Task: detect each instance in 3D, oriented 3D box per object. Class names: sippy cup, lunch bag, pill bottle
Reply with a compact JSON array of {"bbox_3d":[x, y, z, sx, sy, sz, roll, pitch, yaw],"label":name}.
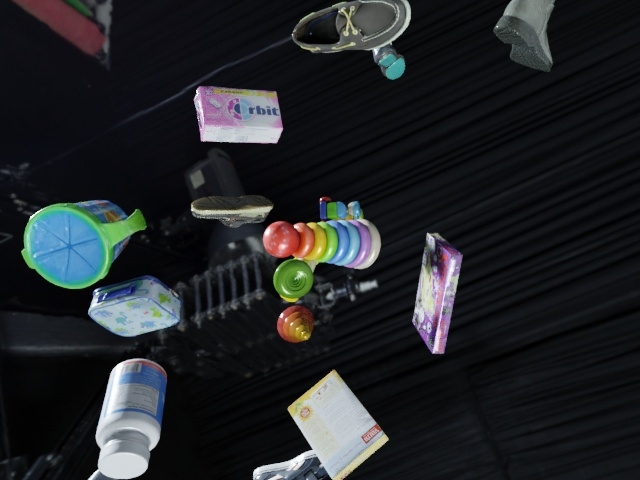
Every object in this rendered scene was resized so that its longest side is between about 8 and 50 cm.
[{"bbox_3d":[-0.659,-0.012,1.396,0.224,0.306,0.239,-76,4,-72],"label":"sippy cup"},{"bbox_3d":[-0.512,0.182,1.370,0.176,0.219,0.090,54,-155,-47],"label":"lunch bag"},{"bbox_3d":[-0.395,0.370,1.032,0.124,0.124,0.221,59,-169,-36],"label":"pill bottle"}]

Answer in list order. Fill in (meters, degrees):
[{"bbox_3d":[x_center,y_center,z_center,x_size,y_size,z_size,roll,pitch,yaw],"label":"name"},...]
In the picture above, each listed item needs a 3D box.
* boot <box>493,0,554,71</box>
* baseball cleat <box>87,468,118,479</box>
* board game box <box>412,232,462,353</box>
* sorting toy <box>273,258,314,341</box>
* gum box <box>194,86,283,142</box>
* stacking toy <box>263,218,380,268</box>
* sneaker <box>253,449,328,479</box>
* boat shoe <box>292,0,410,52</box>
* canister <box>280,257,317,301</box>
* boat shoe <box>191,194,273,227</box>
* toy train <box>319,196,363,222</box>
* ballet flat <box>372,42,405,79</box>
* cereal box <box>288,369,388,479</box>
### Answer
[{"bbox_3d":[0.438,-0.443,0.970,0.083,0.161,0.247,32,-167,33],"label":"boot"},{"bbox_3d":[-0.475,0.542,0.979,0.109,0.072,0.205,101,-171,-50],"label":"baseball cleat"},{"bbox_3d":[0.380,0.170,1.628,0.208,0.056,0.346,-123,36,-67],"label":"board game box"},{"bbox_3d":[-0.065,0.152,1.485,0.126,0.127,0.365,-153,59,-70],"label":"sorting toy"},{"bbox_3d":[-0.190,-0.286,1.129,0.062,0.189,0.107,128,136,-59],"label":"gum box"},{"bbox_3d":[0.000,0.000,1.280,0.331,0.141,0.141,5,-123,-41],"label":"stacking toy"},{"bbox_3d":[-0.074,0.817,1.680,0.127,0.321,0.126,-101,-14,-53],"label":"sneaker"},{"bbox_3d":[0.047,-0.370,0.858,0.069,0.228,0.081,-17,-74,-43],"label":"boat shoe"},{"bbox_3d":[-0.074,0.123,1.751,0.073,0.126,0.169,34,-138,-12],"label":"canister"},{"bbox_3d":[-0.149,-0.045,0.842,0.152,0.049,0.056,-5,-147,-38],"label":"boat shoe"},{"bbox_3d":[0.094,-0.085,1.806,0.248,0.144,0.105,34,-127,-69],"label":"toy train"},{"bbox_3d":[0.182,-0.498,1.338,0.074,0.074,0.203,68,-160,5],"label":"ballet flat"},{"bbox_3d":[0.041,0.488,1.316,0.240,0.173,0.047,46,169,43],"label":"cereal box"}]
